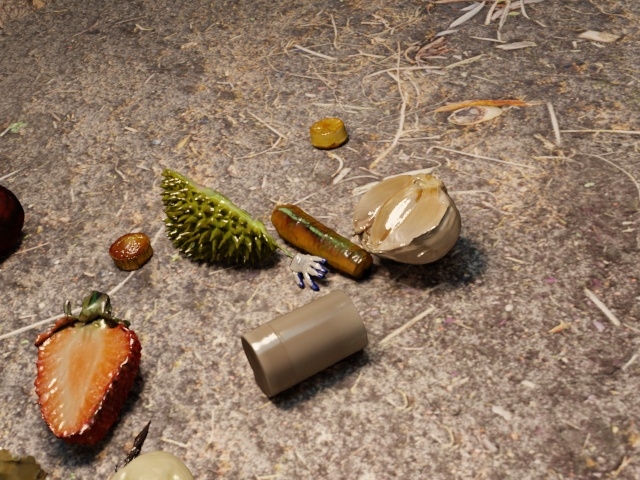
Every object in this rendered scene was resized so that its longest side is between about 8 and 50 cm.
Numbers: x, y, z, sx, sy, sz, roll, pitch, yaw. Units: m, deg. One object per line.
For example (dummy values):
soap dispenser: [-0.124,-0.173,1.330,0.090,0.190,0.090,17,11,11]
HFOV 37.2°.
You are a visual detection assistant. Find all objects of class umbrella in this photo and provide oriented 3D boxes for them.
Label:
umbrella: [-0.290,0.325,1.487,0.013,0.022,0.122,-26,18,30]

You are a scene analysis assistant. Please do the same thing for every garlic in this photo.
garlic: [0.159,-0.020,1.688,0.178,0.143,0.229,-43,38,-5]

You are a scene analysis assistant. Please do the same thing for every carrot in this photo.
carrot: [0.000,0.000,1.774,0.070,0.070,0.260,-35,42,-25]

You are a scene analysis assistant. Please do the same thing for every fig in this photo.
fig: [-0.730,-0.014,1.956,0.203,0.186,0.250,6,45,-3]

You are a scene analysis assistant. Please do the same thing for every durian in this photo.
durian: [-0.211,-0.056,1.851,0.169,0.158,0.355,-17,33,-32]

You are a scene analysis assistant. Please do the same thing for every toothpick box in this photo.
toothpick box: [-0.027,0.163,1.528,0.180,0.111,0.111,-26,38,-16]

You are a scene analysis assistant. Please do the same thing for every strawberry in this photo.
strawberry: [-0.382,0.223,1.587,0.188,0.106,0.286,-11,49,12]

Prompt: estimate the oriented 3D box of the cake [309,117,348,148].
cake: [0.018,-0.235,2.092,0.084,0.044,0.084,-9,35,6]

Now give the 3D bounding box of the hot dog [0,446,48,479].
hot dog: [-0.580,0.437,1.271,0.367,0.196,0.365,5,59,30]

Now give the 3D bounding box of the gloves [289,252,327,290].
gloves: [-0.021,0.057,1.727,0.086,0.026,0.064,16,80,40]

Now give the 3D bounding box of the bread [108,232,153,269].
bread: [-0.379,0.017,1.889,0.085,0.053,0.085,-10,37,7]

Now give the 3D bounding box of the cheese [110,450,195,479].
cheese: [-0.243,0.405,1.232,0.247,0.174,0.251,-15,36,-15]
